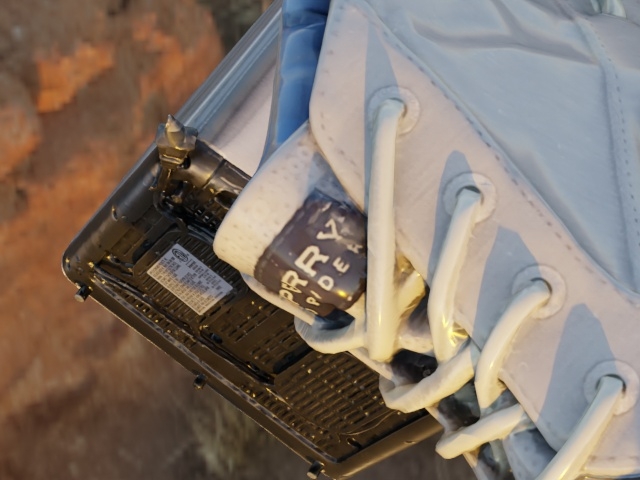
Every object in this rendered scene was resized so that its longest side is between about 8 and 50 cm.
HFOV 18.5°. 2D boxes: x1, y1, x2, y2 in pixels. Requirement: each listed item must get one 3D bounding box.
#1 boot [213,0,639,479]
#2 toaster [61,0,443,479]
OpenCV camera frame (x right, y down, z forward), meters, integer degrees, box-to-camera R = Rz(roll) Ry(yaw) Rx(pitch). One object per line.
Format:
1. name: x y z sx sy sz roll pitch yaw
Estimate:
1. boot: 0.035 0.028 0.352 0.123 0.095 0.258 21 36 -15
2. toaster: 0.000 0.000 0.810 0.168 0.186 0.110 37 62 -7
